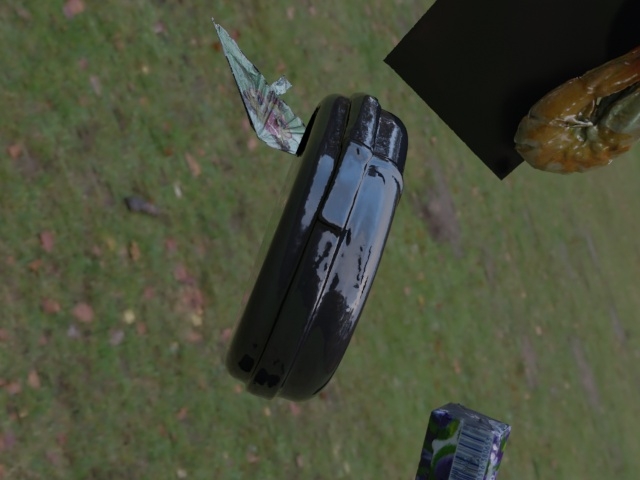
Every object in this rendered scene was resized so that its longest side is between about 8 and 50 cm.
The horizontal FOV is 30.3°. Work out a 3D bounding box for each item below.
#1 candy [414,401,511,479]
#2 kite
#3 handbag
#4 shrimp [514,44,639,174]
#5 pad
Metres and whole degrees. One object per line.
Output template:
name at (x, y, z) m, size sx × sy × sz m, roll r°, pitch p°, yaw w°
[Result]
candy at (0.146, 0.347, 1.421) m, size 0.061 × 0.088 × 0.312 m, roll -16°, pitch 122°, yaw -60°
kite at (-0.073, -0.206, 1.829) m, size 0.323 × 0.013 × 0.268 m, roll 49°, pitch 24°, yaw -18°
handbag at (0.001, 0.000, 1.029) m, size 0.093 × 0.254 × 0.308 m, roll 21°, pitch 30°, yaw -5°
shrimp at (0.341, -0.169, 1.373) m, size 0.154 × 0.294 × 0.062 m, roll 15°, pitch 47°, yaw -28°
pad at (0.268, -0.263, 1.565) m, size 0.247 × 0.367 × 0.007 m, roll 45°, pitch 45°, yaw 0°
